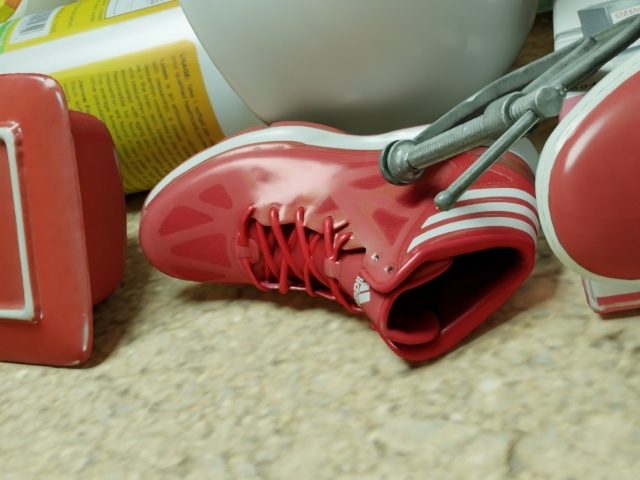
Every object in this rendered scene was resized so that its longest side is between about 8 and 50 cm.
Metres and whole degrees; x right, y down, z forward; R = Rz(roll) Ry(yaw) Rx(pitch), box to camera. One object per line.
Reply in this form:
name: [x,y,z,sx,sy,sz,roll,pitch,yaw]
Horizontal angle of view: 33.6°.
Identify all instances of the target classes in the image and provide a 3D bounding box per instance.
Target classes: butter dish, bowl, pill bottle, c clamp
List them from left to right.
butter dish: [-0.169,-0.018,0.627,0.160,0.160,0.118,0,10,33]
pill bottle: [-0.096,-0.109,0.723,0.245,0.136,0.136,-11,29,14]
bowl: [0.050,-0.198,0.604,0.134,0.298,0.298,-11,27,38]
c clamp: [0.070,-0.054,0.452,0.137,0.022,0.160,-38,7,-13]

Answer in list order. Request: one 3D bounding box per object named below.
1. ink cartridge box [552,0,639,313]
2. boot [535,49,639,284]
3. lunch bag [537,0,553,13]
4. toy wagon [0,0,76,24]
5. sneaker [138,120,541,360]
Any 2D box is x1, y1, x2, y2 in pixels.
ink cartridge box: [0.199,-0.070,0.521,0.158,0.092,0.218,-10,27,17]
boot: [0.189,-0.041,0.306,0.244,0.088,0.176,-21,9,4]
lunch bag: [0.151,-0.278,0.859,0.262,0.160,0.223,-4,33,49]
toy wagon: [-0.296,-0.232,1.002,0.344,0.068,0.267,-22,50,46]
sneaker: [0.000,0.000,0.524,0.221,0.087,0.128,-12,27,15]
